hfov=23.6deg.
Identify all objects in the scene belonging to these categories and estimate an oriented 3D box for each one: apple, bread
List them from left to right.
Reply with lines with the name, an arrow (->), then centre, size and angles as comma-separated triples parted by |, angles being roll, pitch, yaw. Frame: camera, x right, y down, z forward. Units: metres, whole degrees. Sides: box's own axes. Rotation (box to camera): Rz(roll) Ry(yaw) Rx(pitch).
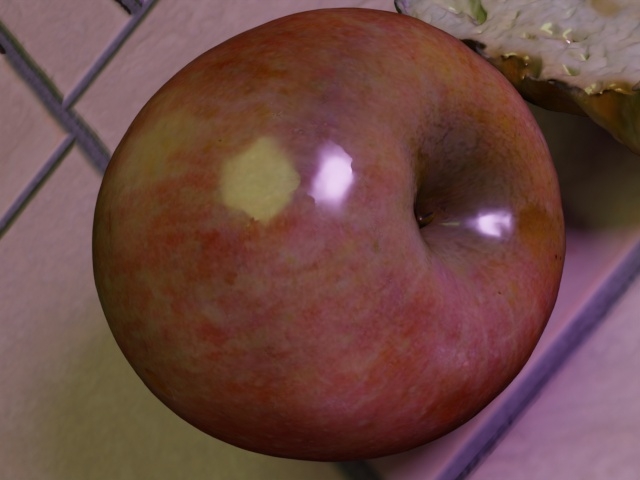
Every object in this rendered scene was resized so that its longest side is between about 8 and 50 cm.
apple -> 0.000, 0.000, 0.639 | 0.173, 0.188, 0.188 | -9, 58, 45
bread -> 0.131, -0.098, 0.659 | 0.128, 0.088, 0.232 | -40, 37, -12
